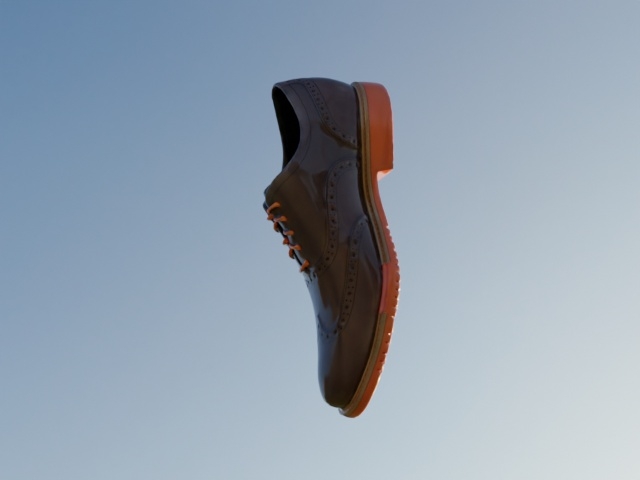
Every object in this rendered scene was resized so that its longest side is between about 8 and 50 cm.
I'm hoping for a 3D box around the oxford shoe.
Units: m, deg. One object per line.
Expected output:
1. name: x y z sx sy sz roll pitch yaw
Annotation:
1. oxford shoe: 0.000 0.000 0.709 0.098 0.271 0.097 6 -24 -17
